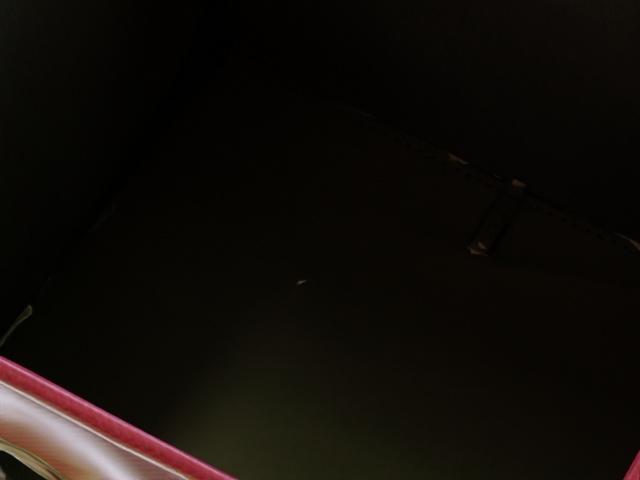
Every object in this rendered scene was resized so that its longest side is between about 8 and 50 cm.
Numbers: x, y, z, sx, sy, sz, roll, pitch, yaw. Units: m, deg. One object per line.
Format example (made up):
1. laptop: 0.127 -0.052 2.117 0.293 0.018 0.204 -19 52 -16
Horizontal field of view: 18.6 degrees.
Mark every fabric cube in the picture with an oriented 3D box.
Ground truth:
1. fabric cube: 0.000 0.000 0.549 0.254 0.259 0.258 26 -29 17
